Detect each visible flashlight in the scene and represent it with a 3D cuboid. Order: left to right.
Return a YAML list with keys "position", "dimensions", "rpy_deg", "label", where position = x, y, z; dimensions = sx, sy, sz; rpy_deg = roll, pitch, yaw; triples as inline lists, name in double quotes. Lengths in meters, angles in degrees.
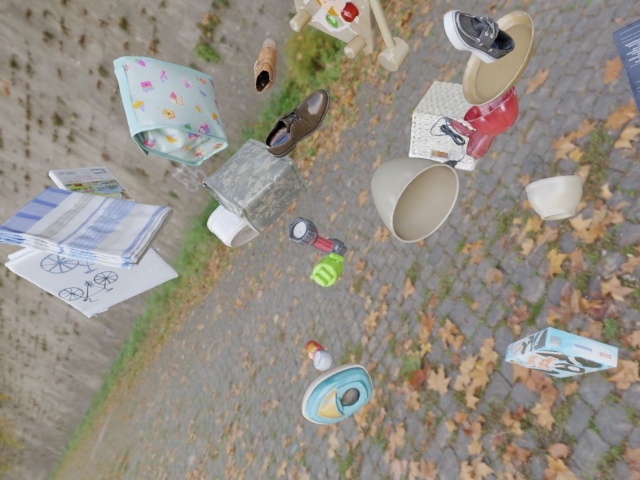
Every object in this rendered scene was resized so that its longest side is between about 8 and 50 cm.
- position: [0.000, 0.000, 1.951]
  dimensions: [0.103, 0.304, 0.103]
  rpy_deg: [-48, 53, 12]
  label: "flashlight"

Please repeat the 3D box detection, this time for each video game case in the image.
- position: [-0.837, -0.194, 1.876]
  dimensions: [0.227, 0.206, 0.026]
  rpy_deg: [-19, -31, -56]
  label: "video game case"

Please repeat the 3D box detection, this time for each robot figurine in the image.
- position: [0.022, 0.079, 1.348]
  dimensions: [0.101, 0.067, 0.115]
  rpy_deg: [-52, -4, 27]
  label: "robot figurine"

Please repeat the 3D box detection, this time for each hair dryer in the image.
- position: [0.558, -0.409, 1.942]
  dimensions: [0.293, 0.080, 0.223]
  rpy_deg: [-20, 78, 36]
  label: "hair dryer"

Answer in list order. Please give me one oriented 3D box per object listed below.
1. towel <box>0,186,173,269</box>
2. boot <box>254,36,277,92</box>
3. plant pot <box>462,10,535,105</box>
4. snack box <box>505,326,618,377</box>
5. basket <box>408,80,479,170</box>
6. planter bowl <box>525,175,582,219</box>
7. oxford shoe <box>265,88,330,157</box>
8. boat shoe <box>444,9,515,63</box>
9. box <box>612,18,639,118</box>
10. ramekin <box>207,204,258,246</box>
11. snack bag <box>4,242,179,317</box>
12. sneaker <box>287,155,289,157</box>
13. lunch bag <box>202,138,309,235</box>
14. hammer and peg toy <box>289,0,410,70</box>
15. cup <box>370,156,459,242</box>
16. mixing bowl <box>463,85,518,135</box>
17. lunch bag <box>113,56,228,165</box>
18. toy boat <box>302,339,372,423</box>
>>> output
- position: [-0.463, -0.035, 1.021]
  dimensions: [0.209, 0.285, 0.034]
  rpy_deg: [-75, -5, -55]
  label: "towel"
- position: [-0.246, -0.728, 2.272]
  dimensions: [0.283, 0.109, 0.220]
  rpy_deg: [122, 156, -54]
  label: "boot"
- position: [0.439, -0.439, 1.249]
  dimensions: [0.236, 0.032, 0.236]
  rpy_deg: [-52, 29, 44]
  label: "plant pot"
- position: [0.693, 0.337, 1.499]
  dimensions: [0.322, 0.187, 0.060]
  rpy_deg: [90, -163, -70]
  label: "snack box"
- position: [0.619, -0.543, 2.396]
  dimensions: [0.331, 0.328, 0.266]
  rpy_deg: [-55, -31, -35]
  label: "basket"
- position: [0.721, -0.123, 1.560]
  dimensions: [0.162, 0.162, 0.109]
  rpy_deg: [152, 116, -64]
  label: "planter bowl"
- position: [-0.061, -0.319, 1.371]
  dimensions: [0.227, 0.083, 0.096]
  rpy_deg: [-48, -13, 7]
  label: "oxford shoe"
- position: [0.349, -0.442, 1.093]
  dimensions: [0.076, 0.228, 0.080]
  rpy_deg: [-11, 77, 43]
  label: "boat shoe"
- position: [0.999, -0.446, 1.431]
  dimensions: [0.179, 0.343, 0.312]
  rpy_deg: [-21, 76, 42]
  label: "box"
- position: [-0.321, -0.086, 2.111]
  dimensions: [0.273, 0.127, 0.273]
  rpy_deg: [-36, -12, -9]
  label: "ramekin"
- position: [-0.592, 0.072, 1.388]
  dimensions: [0.323, 0.342, 0.037]
  rpy_deg: [-25, 55, 2]
  label: "snack bag"
- position: [-0.208, -0.401, 2.388]
  dimensions: [0.153, 0.101, 0.268]
  rpy_deg: [-36, 42, 45]
  label: "sneaker"
- position: [-0.223, -0.191, 1.661]
  dimensions: [0.235, 0.169, 0.287]
  rpy_deg: [-45, 52, -10]
  label: "lunch bag"
- position: [0.067, -0.573, 1.215]
  dimensions: [0.127, 0.361, 0.266]
  rpy_deg: [-51, -22, -13]
  label: "hammer and peg toy"
- position: [0.332, -0.191, 1.973]
  dimensions: [0.237, 0.331, 0.331]
  rpy_deg: [44, 110, 43]
  label: "cup"
- position: [0.565, -0.404, 1.640]
  dimensions: [0.181, 0.098, 0.181]
  rpy_deg: [-35, 19, 14]
  label: "mixing bowl"
- position: [-0.389, -0.329, 1.289]
  dimensions: [0.160, 0.262, 0.223]
  rpy_deg: [-26, 73, 32]
  label: "lunch bag"
- position: [0.039, 0.487, 1.731]
  dimensions: [0.267, 0.318, 0.148]
  rpy_deg: [-29, 22, -13]
  label: "toy boat"
